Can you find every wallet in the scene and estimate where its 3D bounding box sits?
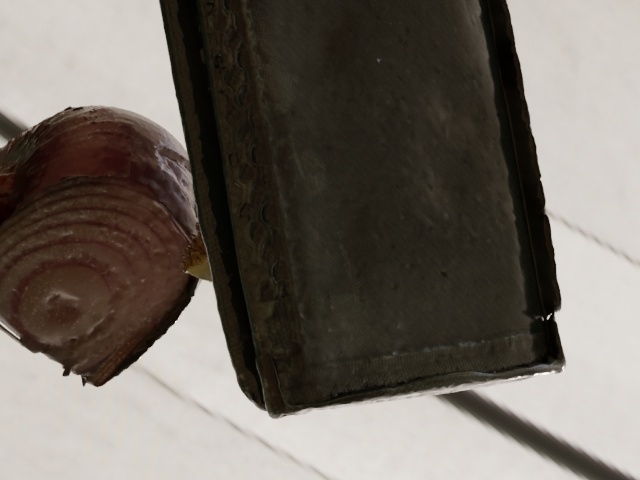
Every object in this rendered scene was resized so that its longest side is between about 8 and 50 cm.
[{"bbox_3d":[0.019,-0.082,0.985,0.075,0.237,0.342,-18,-99,47],"label":"wallet"}]

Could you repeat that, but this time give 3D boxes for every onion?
[{"bbox_3d":[-0.229,-0.016,1.697,0.256,0.272,0.230,-20,-150,1],"label":"onion"}]

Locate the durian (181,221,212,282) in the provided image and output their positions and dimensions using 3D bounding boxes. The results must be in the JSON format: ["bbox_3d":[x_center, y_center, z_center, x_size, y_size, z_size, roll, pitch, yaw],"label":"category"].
[{"bbox_3d":[-0.002,0.000,1.316,0.182,0.165,0.132,3,-108,5],"label":"durian"}]
